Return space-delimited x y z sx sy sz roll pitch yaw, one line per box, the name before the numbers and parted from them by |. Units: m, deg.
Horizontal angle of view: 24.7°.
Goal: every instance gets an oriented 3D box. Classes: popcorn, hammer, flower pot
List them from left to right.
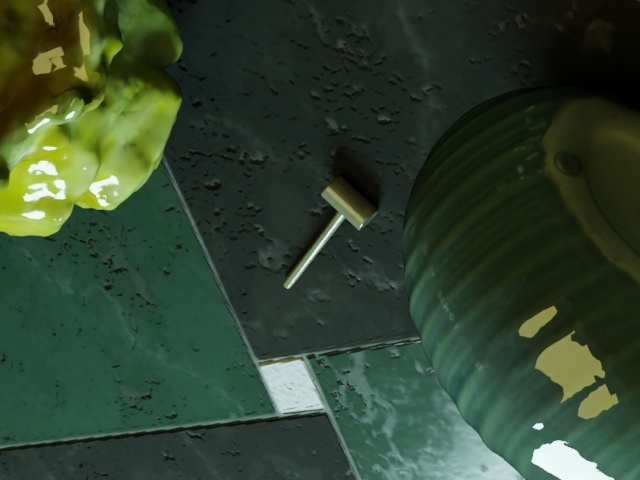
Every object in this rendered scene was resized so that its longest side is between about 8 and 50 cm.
popcorn | -0.209 -0.135 0.917 0.258 0.224 0.270 41 163 27
hammer | 0.000 0.000 0.998 0.035 0.019 0.110 44 137 6
flower pot | 0.146 0.026 0.782 0.243 0.189 0.157 61 149 28
